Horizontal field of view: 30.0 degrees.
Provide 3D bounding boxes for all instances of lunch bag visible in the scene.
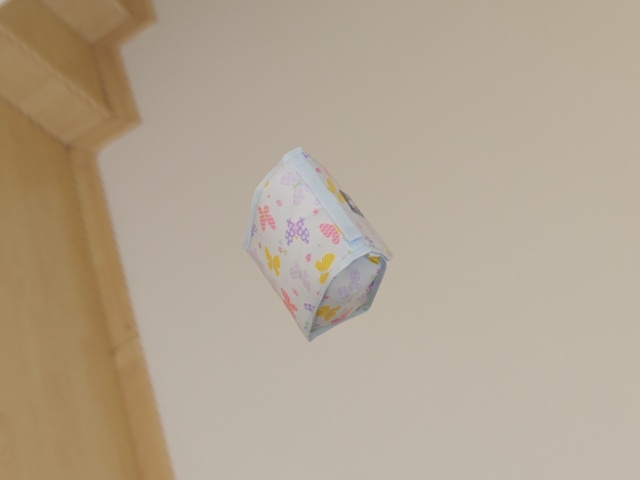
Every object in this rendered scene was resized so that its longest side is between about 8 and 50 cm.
[{"bbox_3d":[0.000,0.000,0.619,0.071,0.053,0.083,53,-25,22],"label":"lunch bag"}]
